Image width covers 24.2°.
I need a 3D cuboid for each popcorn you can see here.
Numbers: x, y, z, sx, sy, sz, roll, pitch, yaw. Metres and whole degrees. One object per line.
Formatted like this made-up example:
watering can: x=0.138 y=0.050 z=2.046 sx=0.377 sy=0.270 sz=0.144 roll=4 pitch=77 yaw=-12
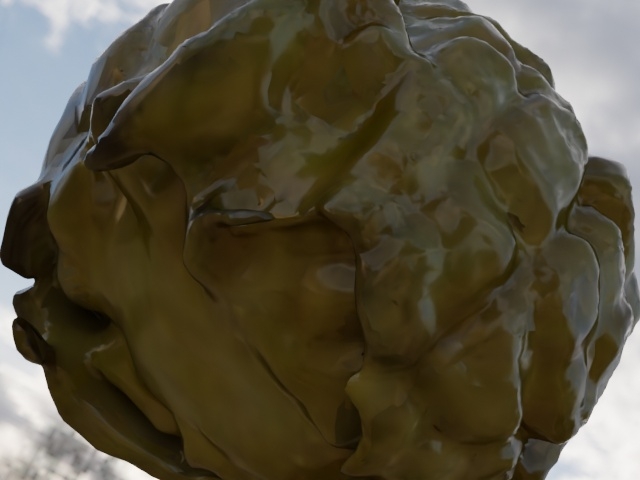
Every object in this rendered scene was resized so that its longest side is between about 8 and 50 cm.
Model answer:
popcorn: x=0.000 y=0.000 z=0.555 sx=0.250 sy=0.250 sz=0.190 roll=11 pitch=16 yaw=39
